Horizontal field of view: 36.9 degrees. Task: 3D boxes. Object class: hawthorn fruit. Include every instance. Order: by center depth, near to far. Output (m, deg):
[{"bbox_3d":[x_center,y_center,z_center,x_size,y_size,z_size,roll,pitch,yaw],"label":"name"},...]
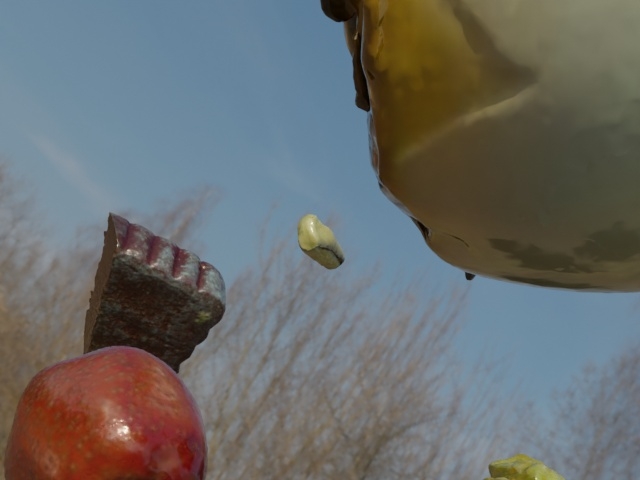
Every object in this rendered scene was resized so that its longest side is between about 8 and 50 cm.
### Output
[{"bbox_3d":[-0.132,0.139,0.626,0.133,0.133,0.138,48,-5,-35],"label":"hawthorn fruit"}]

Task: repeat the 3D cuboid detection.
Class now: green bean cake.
[{"bbox_3d":[-0.259,0.098,1.354,0.199,0.232,0.097,27,29,-20],"label":"green bean cake"}]

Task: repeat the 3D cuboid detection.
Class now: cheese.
[{"bbox_3d":[0.000,0.000,0.945,0.044,0.030,0.083,68,12,23],"label":"cheese"}]

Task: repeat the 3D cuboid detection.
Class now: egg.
[{"bbox_3d":[0.145,-0.099,0.378,0.174,0.264,0.286,17,-17,41],"label":"egg"}]

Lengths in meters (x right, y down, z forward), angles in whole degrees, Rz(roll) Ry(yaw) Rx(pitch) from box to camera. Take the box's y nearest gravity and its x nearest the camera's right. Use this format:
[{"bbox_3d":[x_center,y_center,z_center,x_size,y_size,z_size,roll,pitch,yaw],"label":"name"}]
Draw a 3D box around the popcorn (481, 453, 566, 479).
[{"bbox_3d":[0.250,0.355,1.116,0.195,0.168,0.173,32,1,43],"label":"popcorn"}]
